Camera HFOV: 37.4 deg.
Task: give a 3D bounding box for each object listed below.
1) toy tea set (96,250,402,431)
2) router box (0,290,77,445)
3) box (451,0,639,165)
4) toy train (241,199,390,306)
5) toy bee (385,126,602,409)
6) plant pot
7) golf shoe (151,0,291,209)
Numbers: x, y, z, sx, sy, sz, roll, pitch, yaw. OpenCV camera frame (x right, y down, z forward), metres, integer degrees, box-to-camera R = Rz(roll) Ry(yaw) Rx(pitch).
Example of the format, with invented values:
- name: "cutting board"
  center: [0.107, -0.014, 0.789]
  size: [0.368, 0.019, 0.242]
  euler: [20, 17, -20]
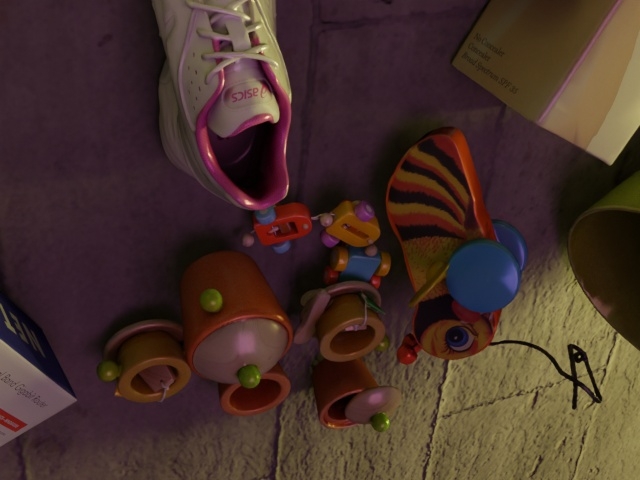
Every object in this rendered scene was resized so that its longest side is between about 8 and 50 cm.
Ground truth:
- name: "toy tea set"
  center: [-0.032, 0.129, 0.911]
  size: [0.336, 0.124, 0.200]
  euler: [14, 129, -37]
- name: "router box"
  center: [-0.370, 0.118, 0.668]
  size: [0.301, 0.082, 0.335]
  euler: [-30, 157, -9]
- name: "box"
  center: [0.273, -0.243, 0.839]
  size: [0.121, 0.148, 0.311]
  euler: [19, 109, -38]
- name: "toy train"
  center: [0.000, 0.000, 0.920]
  size: [0.125, 0.046, 0.166]
  euler: [-17, 142, 10]
- name: "toy bee"
  center: [0.127, 0.051, 0.924]
  size: [0.162, 0.298, 0.195]
  euler: [-27, 165, 21]
- name: "plant pot"
  center: [0.479, -0.024, 1.060]
  size: [0.293, 0.274, 0.275]
  euler: [-43, 135, -18]
- name: "golf shoe"
  center: [-0.068, -0.160, 0.701]
  size: [0.115, 0.140, 0.306]
  euler: [-18, 128, -17]
